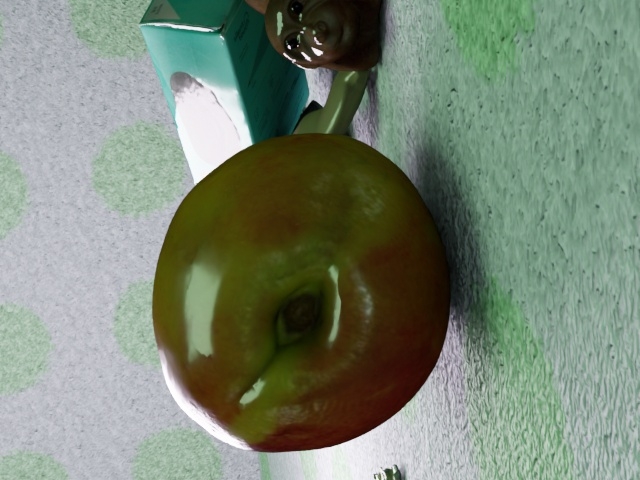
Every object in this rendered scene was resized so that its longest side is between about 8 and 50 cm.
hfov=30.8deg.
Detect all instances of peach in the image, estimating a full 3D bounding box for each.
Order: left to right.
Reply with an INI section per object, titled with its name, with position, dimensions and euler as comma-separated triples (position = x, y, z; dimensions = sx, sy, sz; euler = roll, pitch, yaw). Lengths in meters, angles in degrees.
[peach]
position = -0.022, 0.046, 1.126
dimensions = 0.332, 0.307, 0.308
euler = -116, 21, -74

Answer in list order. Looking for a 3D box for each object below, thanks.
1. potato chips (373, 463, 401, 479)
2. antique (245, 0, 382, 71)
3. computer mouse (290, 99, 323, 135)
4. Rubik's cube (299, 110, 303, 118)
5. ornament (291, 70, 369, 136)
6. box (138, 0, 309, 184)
[potato chips]
position = 0.089, 0.368, 1.502
dimensions = 0.092, 0.028, 0.208
euler = -128, 30, -69
[antique]
position = -0.016, -0.277, 1.289
dimensions = 0.257, 0.143, 0.121
euler = -110, 17, -44
[computer mouse]
position = 0.000, 0.000, 1.582
dimensions = 0.167, 0.090, 0.379
euler = -135, 37, -77
[Rubik's cube]
position = -0.082, -0.183, 1.847
dimensions = 0.112, 0.133, 0.133
euler = 56, -171, -36
[ornament]
position = -0.008, -0.100, 1.394
dimensions = 0.245, 0.061, 0.230
euler = 148, 142, -73
[box]
position = -0.114, -0.232, 1.513
dimensions = 0.311, 0.118, 0.205
euler = 77, -155, -52
